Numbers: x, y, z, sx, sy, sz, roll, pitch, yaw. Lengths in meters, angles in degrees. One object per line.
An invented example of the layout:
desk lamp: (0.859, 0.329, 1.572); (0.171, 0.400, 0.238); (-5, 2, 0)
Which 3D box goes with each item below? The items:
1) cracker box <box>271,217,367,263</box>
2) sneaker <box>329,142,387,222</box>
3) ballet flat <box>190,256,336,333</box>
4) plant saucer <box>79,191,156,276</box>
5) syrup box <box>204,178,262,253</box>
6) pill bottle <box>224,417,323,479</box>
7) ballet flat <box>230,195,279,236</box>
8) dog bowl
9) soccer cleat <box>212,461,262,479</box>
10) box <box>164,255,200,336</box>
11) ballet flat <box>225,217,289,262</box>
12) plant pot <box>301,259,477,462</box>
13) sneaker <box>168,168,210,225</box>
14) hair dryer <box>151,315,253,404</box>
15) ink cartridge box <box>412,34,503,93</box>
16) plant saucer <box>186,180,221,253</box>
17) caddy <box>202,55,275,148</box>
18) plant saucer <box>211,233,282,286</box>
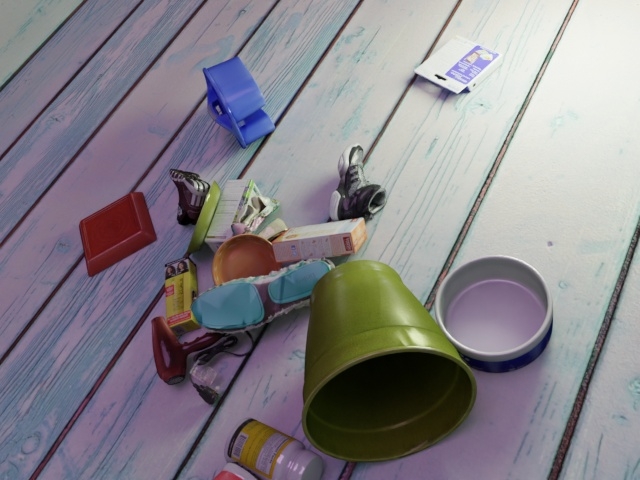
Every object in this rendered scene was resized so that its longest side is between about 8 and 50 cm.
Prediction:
cracker box: (0.000, 0.000, 1.733); (0.232, 0.067, 0.156); (-8, 13, 19)
sneaker: (0.126, -0.167, 1.839); (0.153, 0.101, 0.269); (4, 63, 24)
ballet flat: (-0.137, 0.160, 1.682); (0.408, 0.147, 0.147); (-16, 51, 3)
plant saucer: (-0.700, -0.037, 2.113); (0.259, 0.048, 0.258); (-30, 50, 1)
syrup box: (-0.264, -0.068, 1.926); (0.096, 0.093, 0.237); (0, 56, 22)
pill bottle: (-0.106, 0.498, 1.432); (0.208, 0.119, 0.119); (16, 63, 30)
ballet flat: (-0.195, -0.084, 1.872); (0.076, 0.079, 0.221); (-10, 28, 38)
dog bowl: (0.407, 0.170, 1.471); (0.264, 0.104, 0.265); (-11, 53, 14)
soccer cleat: (-0.111, 0.603, 1.336); (0.318, 0.109, 0.116); (25, 48, 24)
box: (-0.408, 0.161, 1.840); (0.087, 0.058, 0.232); (-19, 52, 9)
ballet flat: (-0.189, 0.033, 1.838); (0.248, 0.086, 0.086); (-42, 51, -12)
plant pot: (0.114, 0.239, 1.412); (0.366, 0.367, 0.353); (-22, 39, 6)
sneaker: (-0.449, -0.138, 2.054); (0.281, 0.106, 0.163); (36, 113, 62)
hair dryer: (-0.346, 0.296, 1.702); (0.293, 0.080, 0.224); (25, 64, 14)
ink cartridge box: (0.443, -0.561, 2.027); (0.208, 0.045, 0.206); (-40, 51, -10)
plant saucer: (-0.350, -0.065, 1.905); (0.037, 0.241, 0.241); (21, 59, -9)
caddy: (-0.298, -0.466, 2.139); (0.179, 0.241, 0.341); (-26, 49, -6)
plant saucer: (-0.207, 0.081, 1.774); (0.199, 0.037, 0.200); (0, 87, -3)
